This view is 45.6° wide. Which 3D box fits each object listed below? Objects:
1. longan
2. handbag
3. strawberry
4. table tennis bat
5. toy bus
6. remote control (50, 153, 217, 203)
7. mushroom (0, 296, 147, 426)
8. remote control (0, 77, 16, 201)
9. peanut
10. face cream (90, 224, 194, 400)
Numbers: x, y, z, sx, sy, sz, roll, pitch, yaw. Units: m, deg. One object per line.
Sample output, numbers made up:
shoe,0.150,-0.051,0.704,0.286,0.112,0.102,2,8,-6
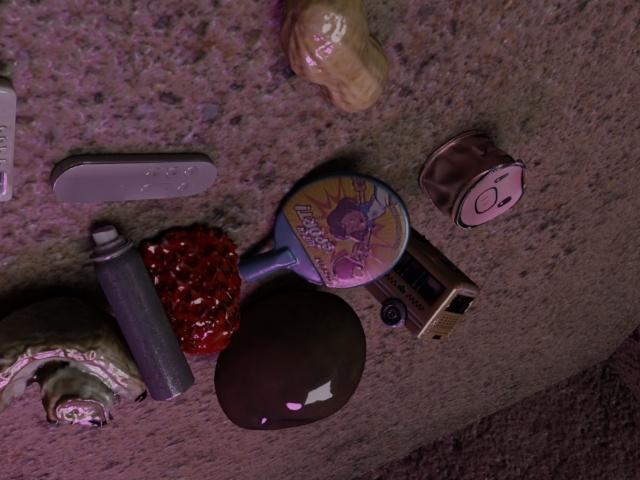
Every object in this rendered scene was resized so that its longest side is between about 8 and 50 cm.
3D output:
longan,-0.061,0.247,1.541,0.350,0.288,0.288,-34,153,28
handbag,0.296,-0.113,1.467,0.179,0.116,0.205,-33,150,0
strawberry,-0.222,0.104,1.262,0.234,0.178,0.234,-20,142,-17
table tennis bat,0.000,0.000,1.333,0.329,0.044,0.215,-22,110,22
toy bus,0.144,0.049,1.407,0.157,0.289,0.139,-53,147,13
remote control,-0.259,-0.089,1.082,0.245,0.022,0.077,-6,140,-38
mushroom,-0.398,0.170,1.194,0.267,0.189,0.164,7,123,-16
remote control,-0.408,-0.112,0.900,0.087,0.029,0.190,-11,144,-33
peanut,0.020,-0.249,1.010,0.123,0.123,0.256,-33,154,3
face cream,-0.277,0.111,1.167,0.073,0.073,0.283,-24,107,-13
